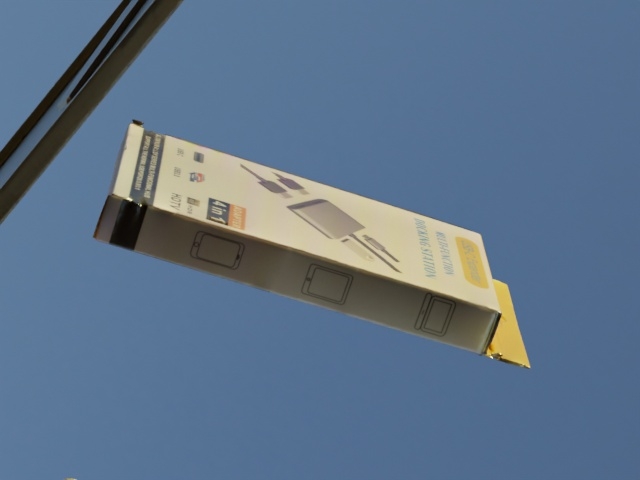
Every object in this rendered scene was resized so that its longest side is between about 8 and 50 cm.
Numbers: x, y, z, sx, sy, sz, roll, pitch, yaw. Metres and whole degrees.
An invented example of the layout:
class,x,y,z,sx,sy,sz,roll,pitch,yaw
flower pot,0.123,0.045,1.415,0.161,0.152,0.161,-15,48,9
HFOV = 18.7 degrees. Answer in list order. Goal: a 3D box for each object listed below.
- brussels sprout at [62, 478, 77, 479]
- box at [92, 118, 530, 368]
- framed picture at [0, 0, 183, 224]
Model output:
class,x,y,z,sx,sy,sz,roll,pitch,yaw
brussels sprout,-0.161,0.183,1.233,0.085,0.085,0.058,-36,-106,21
box,0.000,0.000,1.088,0.129,0.247,0.033,-95,-157,-69
framed picture,-0.159,-0.122,1.374,0.289,0.016,0.213,-50,-166,10
